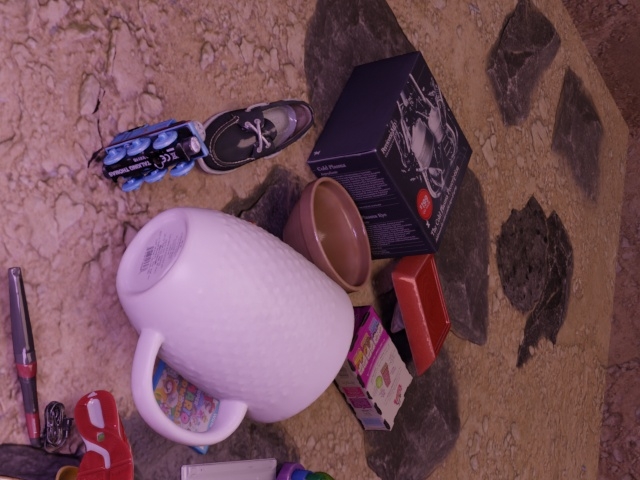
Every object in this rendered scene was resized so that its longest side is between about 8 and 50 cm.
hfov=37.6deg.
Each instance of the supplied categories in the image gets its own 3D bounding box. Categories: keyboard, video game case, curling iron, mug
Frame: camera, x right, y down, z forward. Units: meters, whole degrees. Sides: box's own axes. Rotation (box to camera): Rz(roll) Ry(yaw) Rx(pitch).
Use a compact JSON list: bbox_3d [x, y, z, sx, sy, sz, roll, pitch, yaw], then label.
[{"bbox_3d":[-0.159,0.433,1.684,0.256,0.014,0.072,13,79,-53],"label":"keyboard"},{"bbox_3d":[-0.230,0.275,1.603,0.166,0.015,0.119,49,47,-40],"label":"video game case"},{"bbox_3d":[-0.412,0.171,1.341,0.068,0.035,0.273,-26,107,-58],"label":"curling iron"},{"bbox_3d":[-0.167,0.143,1.497,0.328,0.276,0.374,40,59,-35],"label":"mug"}]

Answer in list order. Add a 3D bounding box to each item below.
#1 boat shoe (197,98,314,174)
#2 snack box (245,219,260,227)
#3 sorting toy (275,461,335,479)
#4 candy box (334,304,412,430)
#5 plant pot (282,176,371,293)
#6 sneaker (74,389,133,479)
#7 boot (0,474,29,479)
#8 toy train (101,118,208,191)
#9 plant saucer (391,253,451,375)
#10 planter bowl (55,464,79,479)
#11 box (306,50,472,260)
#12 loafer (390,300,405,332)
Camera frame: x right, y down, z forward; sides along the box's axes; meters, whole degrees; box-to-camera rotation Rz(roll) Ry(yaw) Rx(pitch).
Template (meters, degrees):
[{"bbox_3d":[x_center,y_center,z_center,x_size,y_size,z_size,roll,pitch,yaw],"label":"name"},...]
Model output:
[{"bbox_3d":[-0.119,-0.207,1.772,0.302,0.091,0.114,-42,118,-50],"label":"boat shoe"},{"bbox_3d":[-0.098,0.035,1.823,0.178,0.022,0.064,45,49,-42],"label":"snack box"},{"bbox_3d":[0.053,0.537,1.864,0.365,0.126,0.127,50,47,-42],"label":"sorting toy"},{"bbox_3d":[0.103,0.277,2.031,0.233,0.071,0.159,60,41,-29],"label":"candy box"},{"bbox_3d":[0.000,0.000,1.874,0.237,0.110,0.237,43,38,-46],"label":"plant pot"},{"bbox_3d":[-0.298,0.337,1.369,0.128,0.087,0.221,75,1,-49],"label":"sneaker"},{"bbox_3d":[-0.457,0.382,1.206,0.213,0.077,0.165,19,68,-47],"label":"boot"},{"bbox_3d":[-0.261,-0.143,1.486,0.080,0.184,0.105,61,30,-29],"label":"toy train"},{"bbox_3d":[0.249,0.152,2.231,0.258,0.048,0.259,-44,121,-65],"label":"plant saucer"},{"bbox_3d":[-0.336,0.432,1.322,0.217,0.090,0.217,55,1,-1],"label":"planter bowl"},{"bbox_3d":[0.168,-0.188,2.106,0.312,0.179,0.343,54,44,-34],"label":"box"},{"bbox_3d":[0.187,0.171,2.202,0.045,0.039,0.125,42,30,-10],"label":"loafer"}]
